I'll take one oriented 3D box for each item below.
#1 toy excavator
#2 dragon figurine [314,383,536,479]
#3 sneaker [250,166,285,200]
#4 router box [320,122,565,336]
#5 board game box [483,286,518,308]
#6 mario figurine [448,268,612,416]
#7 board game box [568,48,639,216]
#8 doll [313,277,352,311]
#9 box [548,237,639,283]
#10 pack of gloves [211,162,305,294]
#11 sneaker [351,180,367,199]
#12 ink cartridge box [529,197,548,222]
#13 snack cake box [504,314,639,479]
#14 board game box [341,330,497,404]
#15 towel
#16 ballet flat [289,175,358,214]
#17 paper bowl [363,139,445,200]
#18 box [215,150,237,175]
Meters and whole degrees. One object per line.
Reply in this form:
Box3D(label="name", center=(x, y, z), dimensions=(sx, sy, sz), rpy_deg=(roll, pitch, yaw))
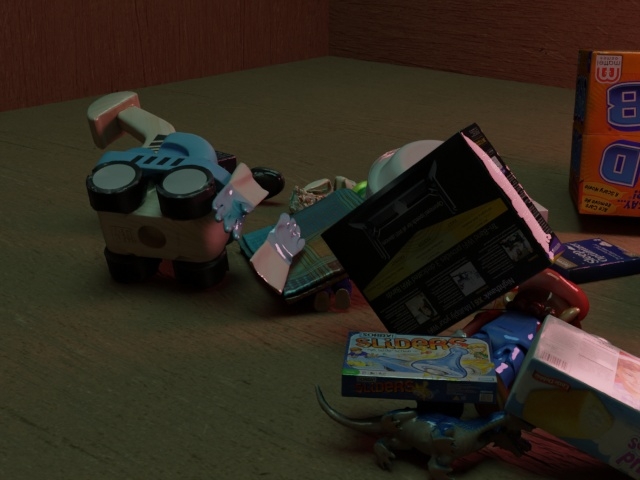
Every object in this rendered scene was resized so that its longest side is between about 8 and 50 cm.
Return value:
Box3D(label="toy excavator", center=(-0.328, -0.137, 1.988), dimensions=(0.432, 0.222, 0.445), rpy_deg=(6, 39, 15))
Box3D(label="dragon figurine", center=(0.142, 0.242, 1.311), dimensions=(0.289, 0.085, 0.144), rpy_deg=(11, 22, 26))
Box3D(label="sneaker", center=(-0.202, -0.120, 2.349), dimensions=(0.227, 0.087, 0.130), rpy_deg=(1, 21, 10))
Box3D(label="router box", center=(0.186, 0.002, 1.555), dimensions=(0.308, 0.243, 0.081), rpy_deg=(-36, -2, 33))
Box3D(label="board game box", center=(0.330, 0.080, 1.835), dimensions=(0.193, 0.045, 0.147), rpy_deg=(-1, 21, -1))
Box3D(label="mario figurine", center=(0.311, 0.176, 1.518), dimensions=(0.320, 0.170, 0.198), rpy_deg=(-31, 71, -38))
Box3D(label="board game box", center=(0.774, -0.255, 2.267), dimensions=(0.356, 0.357, 0.356), rpy_deg=(4, 12, 10))
Box3D(label="doll", center=(0.016, 0.076, 1.844), dimensions=(0.129, 0.046, 0.189), rpy_deg=(-6, 19, 3))
Box3D(label="box", center=(0.516, 0.042, 1.968), dimensions=(0.225, 0.037, 0.136), rpy_deg=(-9, 22, -21))
Box3D(label="pack of gloves", center=(-0.098, -0.036, 1.786), dimensions=(0.046, 0.195, 0.232), rpy_deg=(-37, 14, 26))
Box3D(label="sneaker", center=(0.208, -0.059, 2.190), dimensions=(0.295, 0.109, 0.124), rpy_deg=(1, 45, -9))
Box3D(label="ink cartridge box", center=(0.415, -0.042, 2.120), dimensions=(0.092, 0.090, 0.143), rpy_deg=(-4, 20, -12))
Box3D(label="snack cake box", center=(0.384, 0.214, 1.269), dimensions=(0.264, 0.089, 0.152), rpy_deg=(27, 24, 11))
Box3D(label="board game box", center=(0.132, 0.170, 1.331), dimensions=(0.201, 0.035, 0.136), rpy_deg=(2, 19, 4))
Box3D(label="towel", center=(0.000, 0.000, 1.916), dimensions=(0.271, 0.040, 0.370), rpy_deg=(-26, 21, -9))
Box3D(label="ballet flat", center=(0.030, -0.111, 2.332), dimensions=(0.240, 0.077, 0.091), rpy_deg=(-14, 23, -37))
Box3D(label="paper bowl", center=(0.236, -0.100, 2.047), dimensions=(0.284, 0.148, 0.284), rpy_deg=(5, 40, -4))
Box3D(label="box", center=(-0.272, -0.109, 2.201), dimensions=(0.158, 0.156, 0.093), rpy_deg=(-16, 25, -39))
